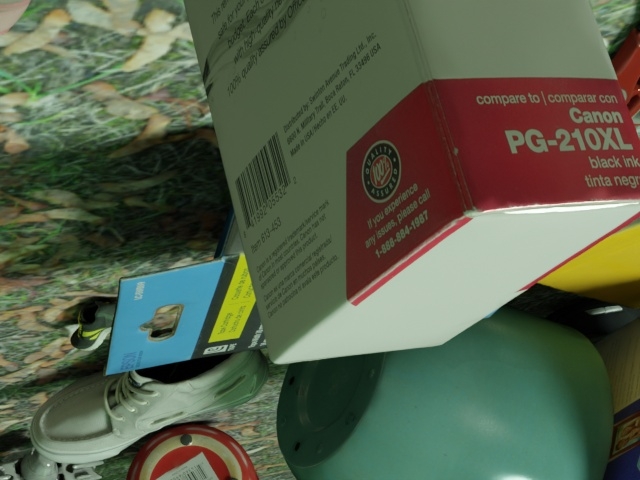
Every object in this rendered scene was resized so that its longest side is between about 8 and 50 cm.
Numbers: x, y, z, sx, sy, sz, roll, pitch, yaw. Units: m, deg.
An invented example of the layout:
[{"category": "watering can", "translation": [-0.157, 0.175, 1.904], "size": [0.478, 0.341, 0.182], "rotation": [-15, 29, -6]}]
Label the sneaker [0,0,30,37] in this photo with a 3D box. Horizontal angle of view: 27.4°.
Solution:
[{"category": "sneaker", "translation": [-0.187, -0.131, 0.607], "size": [0.070, 0.051, 0.134], "rotation": [-30, 157, 37]}]

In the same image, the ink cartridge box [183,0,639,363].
[{"category": "ink cartridge box", "translation": [0.025, -0.087, 0.579], "size": [0.100, 0.237, 0.172], "rotation": [-4, 159, -30]}]

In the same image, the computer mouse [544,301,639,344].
[{"category": "computer mouse", "translation": [0.327, 0.112, 1.586], "size": [0.262, 0.060, 0.184], "rotation": [-16, 161, -22]}]

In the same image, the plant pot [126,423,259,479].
[{"category": "plant pot", "translation": [-0.166, 0.346, 1.730], "size": [0.191, 0.191, 0.174], "rotation": [-10, 158, -8]}]

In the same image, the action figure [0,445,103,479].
[{"category": "action figure", "translation": [-0.381, 0.301, 1.626], "size": [0.185, 0.099, 0.285], "rotation": [7, 150, -28]}]

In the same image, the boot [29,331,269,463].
[{"category": "boot", "translation": [-0.185, 0.145, 1.335], "size": [0.258, 0.095, 0.123], "rotation": [-20, 155, -2]}]

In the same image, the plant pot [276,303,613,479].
[{"category": "plant pot", "translation": [0.100, 0.174, 1.300], "size": [0.235, 0.293, 0.293], "rotation": [27, 143, -25]}]

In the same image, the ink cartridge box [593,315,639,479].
[{"category": "ink cartridge box", "translation": [0.298, 0.207, 1.342], "size": [0.072, 0.303, 0.307], "rotation": [37, 131, -12]}]

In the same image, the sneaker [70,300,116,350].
[{"category": "sneaker", "translation": [-0.208, 0.074, 1.197], "size": [0.035, 0.031, 0.083], "rotation": [21, 140, -35]}]

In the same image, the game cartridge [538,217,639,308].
[{"category": "game cartridge", "translation": [0.369, -0.014, 1.279], "size": [0.285, 0.052, 0.324], "rotation": [-23, 160, 28]}]

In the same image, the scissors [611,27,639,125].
[{"category": "scissors", "translation": [0.234, -0.145, 0.876], "size": [0.109, 0.021, 0.297], "rotation": [-7, 159, -9]}]

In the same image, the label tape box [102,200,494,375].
[{"category": "label tape box", "translation": [0.000, 0.000, 0.995], "size": [0.334, 0.105, 0.240], "rotation": [-7, 160, -15]}]
